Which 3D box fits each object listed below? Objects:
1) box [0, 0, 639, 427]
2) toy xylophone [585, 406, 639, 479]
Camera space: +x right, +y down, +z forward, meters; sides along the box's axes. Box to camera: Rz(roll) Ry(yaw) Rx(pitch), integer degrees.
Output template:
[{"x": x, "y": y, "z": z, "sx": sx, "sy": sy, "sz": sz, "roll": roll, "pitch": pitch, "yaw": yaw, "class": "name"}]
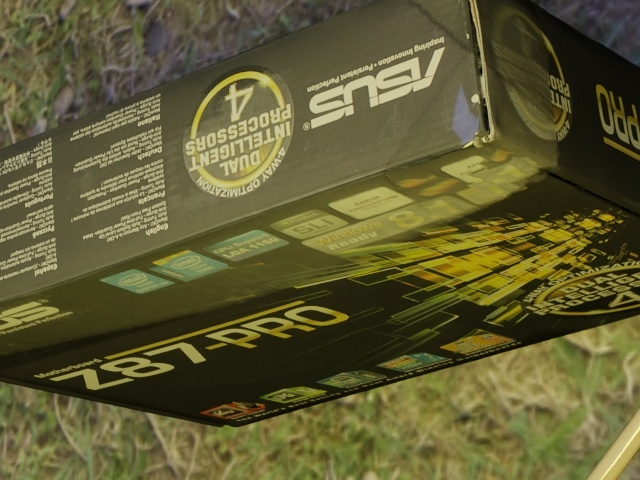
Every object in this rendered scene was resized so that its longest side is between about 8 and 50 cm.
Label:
[{"x": 0.000, "y": 0.000, "z": 0.976, "sx": 0.395, "sy": 0.318, "sz": 0.097, "roll": -18, "pitch": 66, "yaw": 31, "class": "box"}, {"x": 0.241, "y": 0.147, "z": 0.858, "sx": 0.236, "sy": 0.081, "sz": 0.323, "roll": 42, "pitch": 103, "yaw": 11, "class": "toy xylophone"}]
